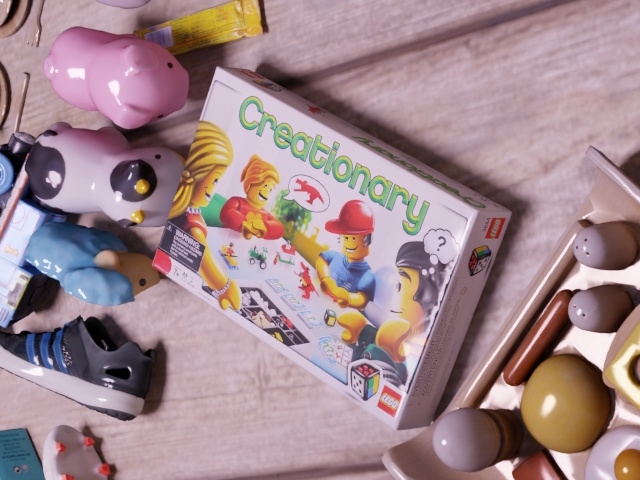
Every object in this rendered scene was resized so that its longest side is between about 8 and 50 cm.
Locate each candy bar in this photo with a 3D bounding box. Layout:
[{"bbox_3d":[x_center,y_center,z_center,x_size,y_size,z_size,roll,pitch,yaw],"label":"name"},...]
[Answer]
[{"bbox_3d":[-0.115,-0.187,1.523,0.161,0.018,0.040,-11,85,40],"label":"candy bar"}]

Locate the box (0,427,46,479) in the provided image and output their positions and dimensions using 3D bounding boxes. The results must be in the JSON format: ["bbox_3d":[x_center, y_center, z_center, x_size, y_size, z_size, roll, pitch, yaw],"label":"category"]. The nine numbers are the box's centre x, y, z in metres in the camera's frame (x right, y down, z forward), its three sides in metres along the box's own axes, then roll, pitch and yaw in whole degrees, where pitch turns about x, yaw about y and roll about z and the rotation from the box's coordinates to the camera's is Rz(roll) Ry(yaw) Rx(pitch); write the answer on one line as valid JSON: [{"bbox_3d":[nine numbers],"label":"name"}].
[{"bbox_3d":[-0.291,0.313,1.651,0.100,0.060,0.244,-41,65,33],"label":"box"}]

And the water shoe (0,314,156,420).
[{"bbox_3d":[-0.234,0.108,1.608,0.203,0.073,0.080,19,82,34],"label":"water shoe"}]

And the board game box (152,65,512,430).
[{"bbox_3d":[0.000,0.000,1.406,0.305,0.053,0.193,31,109,36],"label":"board game box"}]

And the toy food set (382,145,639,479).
[{"bbox_3d":[0.191,0.118,1.220,0.220,0.092,0.306,46,119,30],"label":"toy food set"}]

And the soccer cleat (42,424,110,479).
[{"bbox_3d":[-0.226,0.271,1.594,0.076,0.068,0.196,-34,72,38],"label":"soccer cleat"}]

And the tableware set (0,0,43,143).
[{"bbox_3d":[-0.342,-0.196,1.702,0.128,0.039,0.194,23,105,38],"label":"tableware set"}]

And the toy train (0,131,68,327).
[{"bbox_3d":[-0.298,-0.011,1.633,0.105,0.080,0.184,28,103,4],"label":"toy train"}]

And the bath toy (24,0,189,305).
[{"bbox_3d":[-0.184,-0.125,1.495,0.151,0.129,0.348,6,106,-2],"label":"bath toy"}]
